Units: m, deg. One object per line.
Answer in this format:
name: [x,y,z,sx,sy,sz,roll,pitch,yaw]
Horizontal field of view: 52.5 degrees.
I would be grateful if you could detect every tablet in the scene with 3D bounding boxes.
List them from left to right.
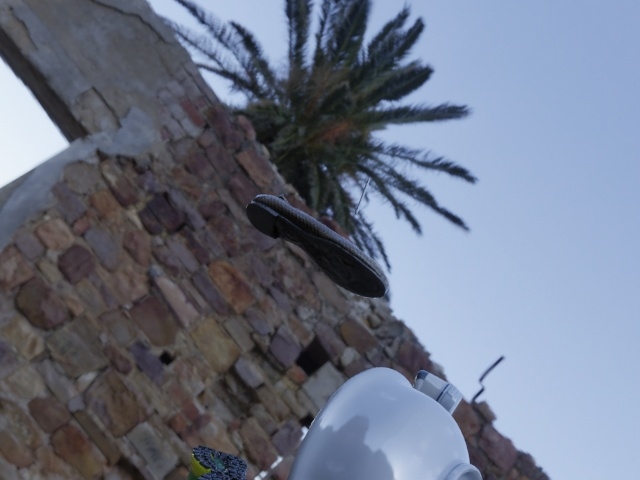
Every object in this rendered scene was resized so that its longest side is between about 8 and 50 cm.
tablet: [0.093,-0.097,1.443,0.006,0.083,0.054,20,1,1]

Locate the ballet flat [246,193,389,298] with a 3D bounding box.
ballet flat: [0.000,0.000,0.951,0.249,0.058,0.084,31,-40,21]

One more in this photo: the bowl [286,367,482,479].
bowl: [0.093,0.301,0.722,0.134,0.298,0.298,7,-47,37]

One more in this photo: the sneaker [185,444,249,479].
sneaker: [-0.171,0.473,1.102,0.134,0.147,0.343,18,-5,-13]

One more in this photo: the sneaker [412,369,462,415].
sneaker: [0.148,0.343,1.141,0.091,0.258,0.094,36,12,25]
